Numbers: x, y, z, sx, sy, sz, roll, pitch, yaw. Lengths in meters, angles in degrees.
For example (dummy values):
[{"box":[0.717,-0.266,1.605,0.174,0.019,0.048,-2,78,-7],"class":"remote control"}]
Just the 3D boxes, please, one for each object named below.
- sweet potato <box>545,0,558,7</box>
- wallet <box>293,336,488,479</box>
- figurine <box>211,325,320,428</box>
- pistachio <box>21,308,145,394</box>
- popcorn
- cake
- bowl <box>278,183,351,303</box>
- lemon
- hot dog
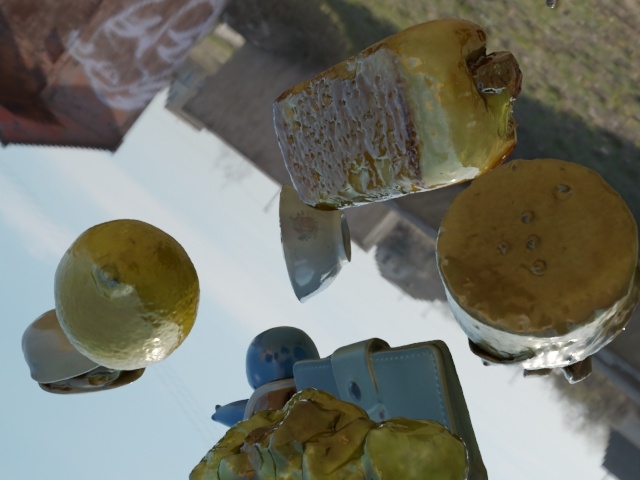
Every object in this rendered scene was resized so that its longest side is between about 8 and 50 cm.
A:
[{"box":[0.419,-0.572,1.853,0.078,0.058,0.255,-14,130,45],"class":"sweet potato"},{"box":[0.093,0.278,1.471,0.083,0.360,0.252,-15,-92,-40],"class":"wallet"},{"box":[-0.059,0.379,1.780,0.243,0.298,0.416,74,-174,-61],"class":"figurine"},{"box":[-0.358,0.162,1.414,0.215,0.144,0.144,-2,161,28],"class":"pistachio"},{"box":[-0.011,0.246,0.829,0.225,0.286,0.173,33,-155,28],"class":"popcorn"},{"box":[0.366,0.069,1.567,0.332,0.332,0.321,41,169,30],"class":"cake"},{"box":[0.000,0.000,1.453,0.189,0.086,0.189,-8,-90,-80],"class":"bowl"},{"box":[-0.241,0.067,1.182,0.187,0.187,0.244,39,158,10],"class":"lemon"},{"box":[0.114,-0.153,1.179,0.405,0.223,0.185,-7,99,64],"class":"hot dog"}]
